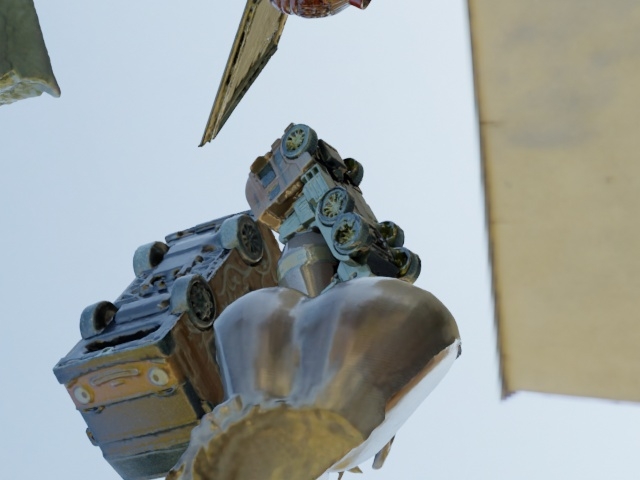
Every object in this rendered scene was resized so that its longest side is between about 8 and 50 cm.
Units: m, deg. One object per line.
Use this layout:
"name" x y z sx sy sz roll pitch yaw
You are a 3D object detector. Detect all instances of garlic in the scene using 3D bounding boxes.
"garlic" 0.003 0.145 1.064 0.292 0.210 0.237 -17 -72 -73

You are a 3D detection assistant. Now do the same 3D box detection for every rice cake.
"rice cake" -0.282 -0.209 1.133 0.063 0.069 0.206 -12 -95 -36

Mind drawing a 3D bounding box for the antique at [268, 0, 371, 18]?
"antique" -0.005 -0.203 0.923 0.104 0.104 0.104 -2 -87 -52

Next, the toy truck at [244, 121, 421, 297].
"toy truck" 0.000 0.000 1.428 0.140 0.256 0.108 -44 -45 15

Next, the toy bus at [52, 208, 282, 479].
"toy bus" -0.144 0.112 1.517 0.194 0.162 0.323 65 -153 -19

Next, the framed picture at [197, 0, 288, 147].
"framed picture" -0.066 -0.254 1.580 0.274 0.017 0.217 -63 -4 -51
